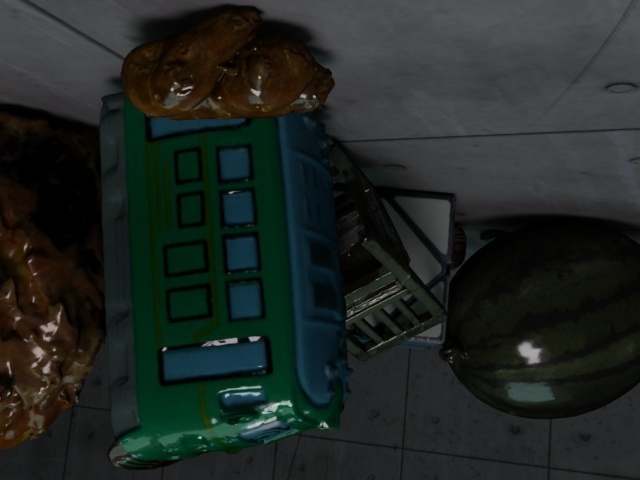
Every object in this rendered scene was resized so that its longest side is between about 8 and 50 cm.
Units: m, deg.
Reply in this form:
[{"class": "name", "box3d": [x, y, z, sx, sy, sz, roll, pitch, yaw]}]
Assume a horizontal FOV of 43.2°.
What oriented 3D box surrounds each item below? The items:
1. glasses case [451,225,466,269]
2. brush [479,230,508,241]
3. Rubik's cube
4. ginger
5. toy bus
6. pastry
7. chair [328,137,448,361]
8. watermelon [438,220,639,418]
[{"class": "glasses case", "box3d": [0.193, 0.017, 1.334, 0.049, 0.073, 0.194, 6, 170, -6]}, {"class": "brush", "box3d": [0.337, 0.003, 1.360, 0.164, 0.014, 0.051, 10, 171, -32]}, {"class": "Rubik's cube", "box3d": [0.074, 0.043, 1.152, 0.205, 0.207, 0.205, 5, 170, 1]}, {"class": "ginger", "box3d": [-0.072, -0.127, 0.594, 0.162, 0.073, 0.103, -2, -176, 3]}, {"class": "toy bus", "box3d": [-0.080, 0.026, 0.740, 0.200, 0.343, 0.183, -9, 168, 15]}, {"class": "pastry", "box3d": [-0.359, 0.048, 0.862, 0.292, 0.405, 0.337, 28, 163, -26]}, {"class": "chair", "box3d": [0.031, 0.020, 0.952, 0.136, 0.147, 0.270, -29, 148, 14]}, {"class": "watermelon", "box3d": [0.326, 0.115, 1.164, 0.360, 0.278, 0.279, -18, 176, -13]}]
